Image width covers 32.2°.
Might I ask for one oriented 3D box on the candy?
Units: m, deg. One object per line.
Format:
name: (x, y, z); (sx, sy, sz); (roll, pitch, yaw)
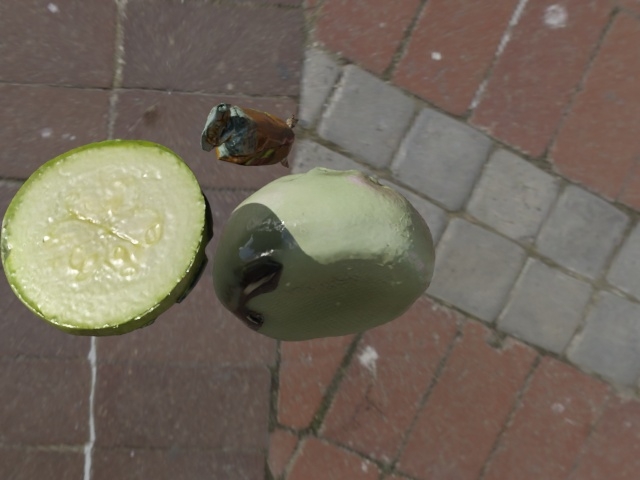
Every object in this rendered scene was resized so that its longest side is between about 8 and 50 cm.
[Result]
candy: (-0.056, -0.091, 0.985); (0.046, 0.182, 0.053); (39, 106, 15)

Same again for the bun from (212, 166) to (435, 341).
bun: (0.000, 0.000, 1.368); (0.283, 0.283, 0.179); (-4, 60, -7)

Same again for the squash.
squash: (-0.220, -0.006, 1.127); (0.219, 0.041, 0.219); (-2, 62, 4)
